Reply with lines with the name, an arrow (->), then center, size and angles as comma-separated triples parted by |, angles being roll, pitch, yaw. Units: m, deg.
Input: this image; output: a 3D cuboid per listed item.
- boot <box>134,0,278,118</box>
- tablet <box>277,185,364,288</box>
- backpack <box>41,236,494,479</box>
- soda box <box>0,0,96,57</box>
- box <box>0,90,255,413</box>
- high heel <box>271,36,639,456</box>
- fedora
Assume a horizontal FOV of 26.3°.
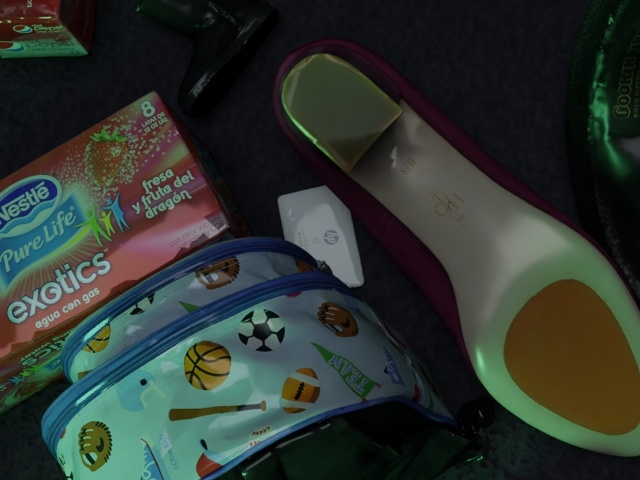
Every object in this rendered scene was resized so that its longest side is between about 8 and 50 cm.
boot -> -0.102, -0.167, 1.080 | 0.099, 0.045, 0.121 | 34, 78, 12
tablet -> 0.000, 0.000, 1.048 | 0.054, 0.006, 0.083 | -13, 77, 7
backpack -> -0.049, 0.119, 0.899 | 0.276, 0.263, 0.213 | -36, 75, 2
soda box -> -0.224, -0.285, 1.100 | 0.083, 0.092, 0.263 | 0, 78, 9
box -> -0.187, 0.017, 1.012 | 0.257, 0.128, 0.122 | -30, 75, 3
high heel -> 0.113, -0.004, 1.004 | 0.127, 0.181, 0.377 | -39, 96, 6
fedora -> 0.312, -0.055, 0.906 | 0.152, 0.334, 0.334 | -18, 73, -29
